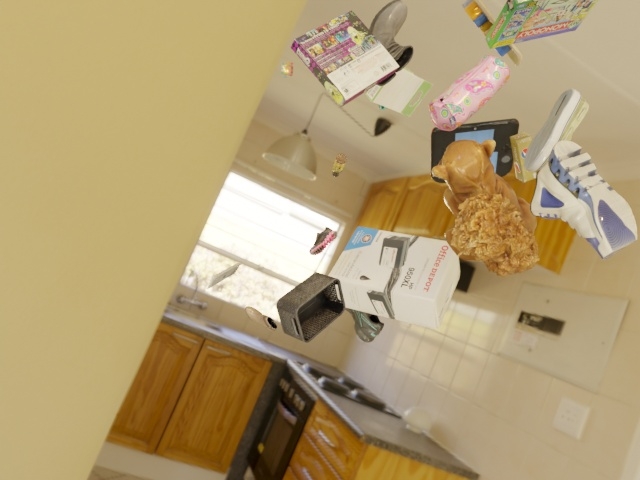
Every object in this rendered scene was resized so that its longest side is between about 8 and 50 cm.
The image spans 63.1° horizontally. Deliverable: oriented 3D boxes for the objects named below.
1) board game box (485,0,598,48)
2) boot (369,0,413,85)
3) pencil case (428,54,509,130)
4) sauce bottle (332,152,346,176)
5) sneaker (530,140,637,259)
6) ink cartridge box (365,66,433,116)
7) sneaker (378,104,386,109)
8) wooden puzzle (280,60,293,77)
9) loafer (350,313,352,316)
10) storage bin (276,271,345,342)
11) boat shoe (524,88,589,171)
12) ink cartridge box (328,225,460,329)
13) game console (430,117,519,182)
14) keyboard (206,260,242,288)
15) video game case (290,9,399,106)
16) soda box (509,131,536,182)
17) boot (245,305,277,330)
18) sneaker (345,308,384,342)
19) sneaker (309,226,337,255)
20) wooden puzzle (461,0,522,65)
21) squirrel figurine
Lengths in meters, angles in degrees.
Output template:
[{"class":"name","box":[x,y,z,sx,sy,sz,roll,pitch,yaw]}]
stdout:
[{"class":"board game box","box":[0.706,-0.714,1.633,0.318,0.046,0.213,-15,-15,-8]},{"class":"boot","box":[0.253,-0.691,1.844,0.223,0.338,0.118,35,0,45]},{"class":"pencil case","box":[0.471,-0.470,1.661,0.124,0.284,0.124,46,-13,14]},{"class":"sauce bottle","box":[0.066,-0.268,1.888,0.042,0.042,0.128,23,-22,2]},{"class":"sneaker","box":[0.669,-0.088,1.374,0.128,0.315,0.182,-15,-21,-20]},{"class":"ink cartridge box","box":[0.321,-0.612,2.115,0.235,0.171,0.056,7,40,-41]},{"class":"sneaker","box":[0.283,-0.616,2.180,0.065,0.076,0.166,8,-38,-10]},{"class":"wooden puzzle","box":[-0.140,-0.715,2.180,0.050,0.083,0.006,7,-18,-15]},{"class":"loafer","box":[0.180,0.305,2.090,0.170,0.062,0.061,42,-40,19]},{"class":"storage bin","box":[-0.024,0.185,1.462,0.084,0.180,0.122,16,-51,42]},{"class":"boat shoe","box":[0.779,-0.348,1.707,0.094,0.302,0.109,30,3,-12]},{"class":"ink cartridge box","box":[0.271,0.123,1.879,0.395,0.285,0.166,10,-42,27]},{"class":"game console","box":[0.712,-0.411,2.444,0.387,0.060,0.342,-5,-36,7]},{"class":"keyboard","box":[-0.403,0.144,2.205,0.014,0.072,0.256,40,20,6]},{"class":"video game case","box":[0.070,-0.493,1.401,0.210,0.232,0.042,50,-30,1]},{"class":"soda box","box":[0.781,-0.320,2.006,0.061,0.058,0.181,-109,179,-63]},{"class":"boot","box":[-0.197,0.266,1.784,0.118,0.042,0.087,43,-24,-20]},{"class":"sneaker","box":[0.153,0.250,1.981,0.101,0.106,0.267,-5,56,-46]},{"class":"sneaker","box":[0.000,0.000,1.764,0.057,0.119,0.047,39,-15,28]},{"class":"wooden puzzle","box":[0.637,-0.845,2.011,0.348,0.081,0.322,46,28,-22]},{"class":"squirrel figurine","box":[0.477,-0.102,1.506,0.396,0.281,0.370,-92,157,-54]}]
